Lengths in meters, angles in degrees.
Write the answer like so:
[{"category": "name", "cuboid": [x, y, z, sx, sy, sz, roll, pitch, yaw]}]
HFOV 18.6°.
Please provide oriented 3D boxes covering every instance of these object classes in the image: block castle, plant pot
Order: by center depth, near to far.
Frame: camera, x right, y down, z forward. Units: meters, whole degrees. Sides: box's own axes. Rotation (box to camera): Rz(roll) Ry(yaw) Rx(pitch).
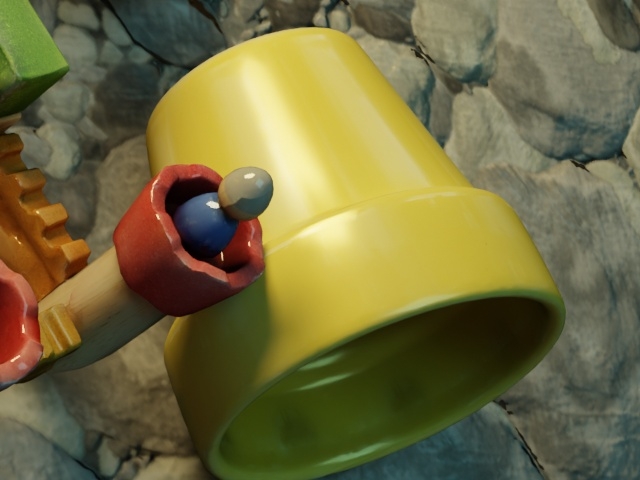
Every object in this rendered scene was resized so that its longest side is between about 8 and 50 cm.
[{"category": "block castle", "cuboid": [-0.246, -0.121, 1.080, 0.453, 0.213, 0.303, 58, 32, 6]}, {"category": "plant pot", "cuboid": [0.000, 0.000, 1.288, 0.254, 0.254, 0.239, -4, 60, -39]}]
